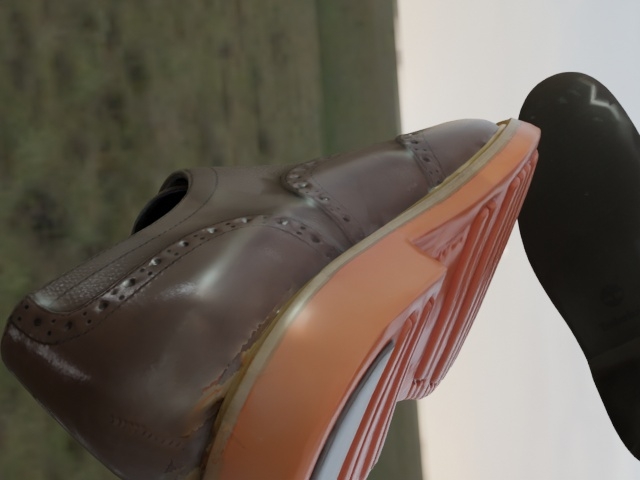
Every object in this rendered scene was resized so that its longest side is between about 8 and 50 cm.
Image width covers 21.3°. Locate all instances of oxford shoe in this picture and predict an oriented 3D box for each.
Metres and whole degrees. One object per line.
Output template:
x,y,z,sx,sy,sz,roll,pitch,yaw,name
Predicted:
0.154,0.016,0.890,0.076,0.076,0.212,1,72,-75,oxford shoe
0.000,0.000,0.703,0.130,0.132,0.363,-70,167,19,oxford shoe
